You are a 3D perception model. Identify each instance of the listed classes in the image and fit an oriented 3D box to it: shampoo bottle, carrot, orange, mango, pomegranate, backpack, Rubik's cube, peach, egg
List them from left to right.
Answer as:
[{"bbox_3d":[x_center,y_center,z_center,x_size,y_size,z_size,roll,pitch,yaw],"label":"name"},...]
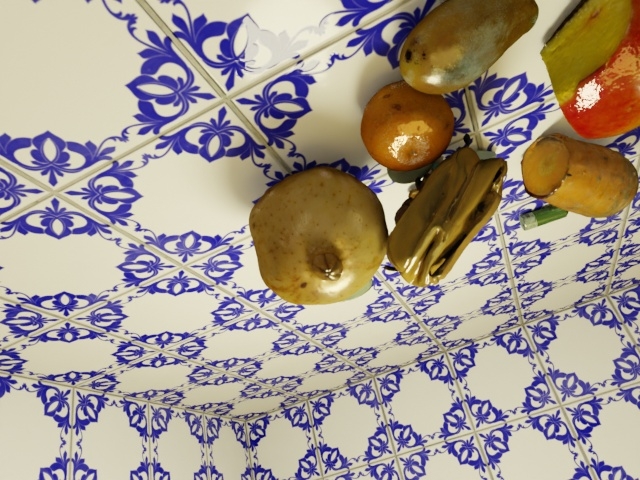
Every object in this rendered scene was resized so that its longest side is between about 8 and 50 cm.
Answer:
[{"bbox_3d":[0.000,0.000,1.278,0.410,0.410,0.410,-11,149,-7],"label":"pomegranate"},{"bbox_3d":[0.201,-0.269,1.154,0.224,0.170,0.224,-2,145,-1],"label":"orange"},{"bbox_3d":[0.240,-0.213,1.313,0.114,0.114,0.152,7,146,-31],"label":"egg"},{"bbox_3d":[0.316,-0.216,1.380,0.073,0.084,0.075,2,126,-20],"label":"Rubik's cube"},{"bbox_3d":[0.305,-0.071,1.226,0.378,0.201,0.353,-59,173,14],"label":"backpack"},{"bbox_3d":[0.309,-0.413,1.001,0.316,0.146,0.193,-25,152,-2],"label":"mango"},{"bbox_3d":[0.845,-0.098,1.809,0.204,0.065,0.065,-20,148,8],"label":"shampoo bottle"},{"bbox_3d":[0.789,-0.188,1.487,0.341,0.224,0.224,6,143,-24],"label":"carrot"},{"bbox_3d":[0.675,-0.399,1.086,0.306,0.242,0.380,-31,145,32],"label":"peach"}]

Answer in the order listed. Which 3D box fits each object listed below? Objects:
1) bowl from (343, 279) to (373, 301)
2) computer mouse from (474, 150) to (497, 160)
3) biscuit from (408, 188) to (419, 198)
[{"bbox_3d":[0.081,0.134,1.803,0.211,0.112,0.211,-10,149,-6],"label":"bowl"},{"bbox_3d":[0.424,-0.205,1.423,0.231,0.079,0.128,-24,155,-48],"label":"computer mouse"},{"bbox_3d":[0.375,-0.147,1.555,0.205,0.031,0.138,-15,149,0],"label":"biscuit"}]
